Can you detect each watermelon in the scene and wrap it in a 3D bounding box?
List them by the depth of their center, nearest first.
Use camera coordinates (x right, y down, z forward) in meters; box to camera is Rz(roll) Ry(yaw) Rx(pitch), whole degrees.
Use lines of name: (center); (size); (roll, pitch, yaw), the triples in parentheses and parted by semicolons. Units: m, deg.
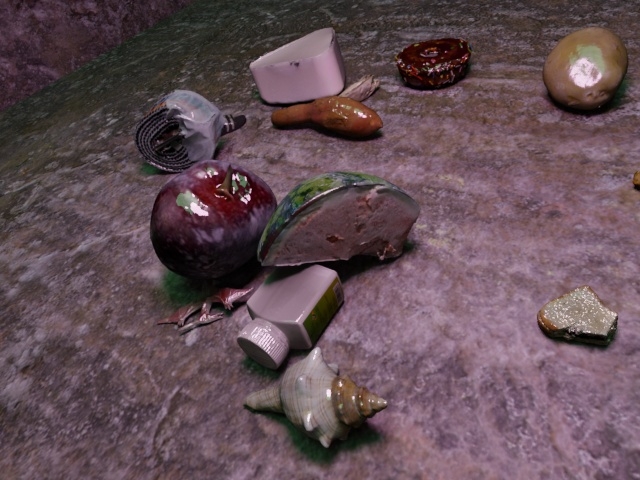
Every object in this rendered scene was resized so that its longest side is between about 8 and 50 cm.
watermelon: (0.021, -0.040, 0.850); (0.304, 0.224, 0.180); (-6, 81, -24)

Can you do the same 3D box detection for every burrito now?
burrito: (0.094, -0.453, 1.402); (0.229, 0.063, 0.058); (-32, 53, -12)

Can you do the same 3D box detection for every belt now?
belt: (-0.410, -0.317, 1.325); (0.257, 0.207, 0.150); (-20, 39, 23)

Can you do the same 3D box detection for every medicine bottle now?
medicine bottle: (-0.059, 0.129, 0.814); (0.131, 0.088, 0.188); (16, 52, 32)

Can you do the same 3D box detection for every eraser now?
eraser: (-0.030, -0.593, 1.517); (0.330, 0.150, 0.331); (-16, 36, 12)

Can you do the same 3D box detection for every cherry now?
cherry: (-0.219, -0.041, 0.921); (0.218, 0.296, 0.255); (48, 47, 3)

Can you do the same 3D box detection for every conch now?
conch: (-0.007, 0.223, 0.686); (0.233, 0.115, 0.137); (17, 39, 40)

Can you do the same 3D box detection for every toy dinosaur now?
toy dinosaur: (-0.235, 0.129, 0.920); (0.220, 0.032, 0.108); (-21, 45, 11)

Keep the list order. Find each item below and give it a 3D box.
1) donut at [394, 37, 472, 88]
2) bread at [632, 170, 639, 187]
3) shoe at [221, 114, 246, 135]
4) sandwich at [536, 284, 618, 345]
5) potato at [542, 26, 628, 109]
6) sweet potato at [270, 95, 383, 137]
donut: (0.348, -0.546, 1.394); (0.234, 0.089, 0.235); (-9, 42, 8)
bread: (0.652, -0.112, 0.868); (0.087, 0.034, 0.049); (24, 42, 32)
shoe: (-0.328, -0.380, 1.480); (0.179, 0.049, 0.071); (-28, 44, -11)
sandwich: (0.399, 0.125, 0.701); (0.104, 0.036, 0.093); (-20, 43, -1)
potato: (0.652, -0.423, 1.113); (0.177, 0.160, 0.235); (-34, 43, 43)
sweet potato: (0.012, -0.365, 1.307); (0.385, 0.109, 0.109); (17, 52, 34)
